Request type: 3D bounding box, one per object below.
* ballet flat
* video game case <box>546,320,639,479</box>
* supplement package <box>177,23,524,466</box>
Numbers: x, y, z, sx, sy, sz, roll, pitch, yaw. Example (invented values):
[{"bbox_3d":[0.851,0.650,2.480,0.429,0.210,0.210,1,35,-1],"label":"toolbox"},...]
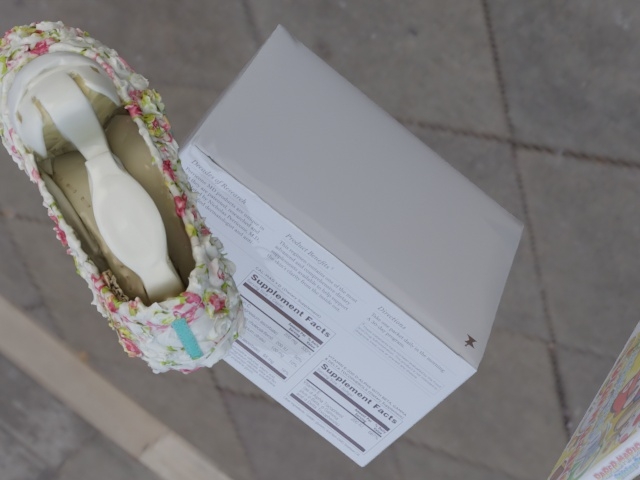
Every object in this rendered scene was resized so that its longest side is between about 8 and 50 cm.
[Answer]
[{"bbox_3d":[-0.111,-0.039,0.771,0.241,0.091,0.077,55,173,23],"label":"ballet flat"},{"bbox_3d":[0.232,0.082,0.985,0.026,0.227,0.206,37,141,3],"label":"video game case"},{"bbox_3d":[0.000,0.000,1.141,0.262,0.204,0.145,39,126,-8],"label":"supplement package"}]
